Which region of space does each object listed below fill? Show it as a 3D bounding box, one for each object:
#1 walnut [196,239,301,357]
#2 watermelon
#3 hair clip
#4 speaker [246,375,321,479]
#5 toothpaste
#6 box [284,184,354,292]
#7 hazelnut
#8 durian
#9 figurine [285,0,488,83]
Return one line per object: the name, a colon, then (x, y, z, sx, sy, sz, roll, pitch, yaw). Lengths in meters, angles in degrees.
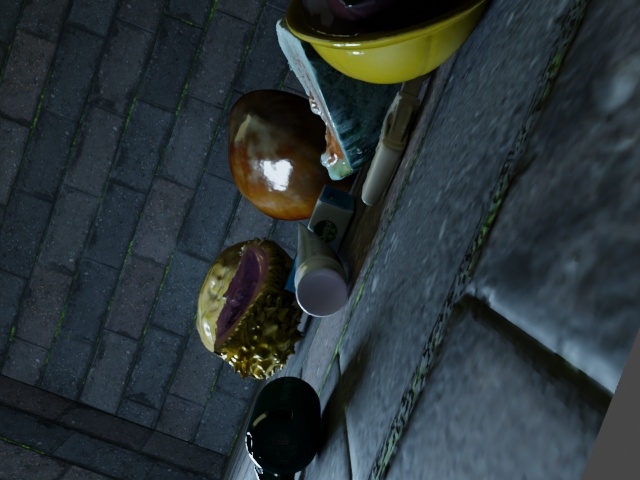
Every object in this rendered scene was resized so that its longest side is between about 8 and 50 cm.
walnut: (-0.190, 0.161, 1.262, 0.306, 0.307, 0.343, 121, 169, -76)
watermelon: (0.012, -0.235, 0.637, 0.290, 0.214, 0.319, -29, -39, -62)
hair clip: (0.097, -0.150, 0.542, 0.072, 0.034, 0.225, 127, 164, -78)
speaker: (-0.036, 0.172, 0.396, 0.075, 0.060, 0.094, -77, 8, -81)
toothpaste: (-0.002, 0.030, 0.678, 0.066, 0.100, 0.323, -42, 8, 6)
box: (0.000, 0.001, 0.911, 0.139, 0.073, 0.194, -75, 7, -71)
hazelnut: (-0.083, -0.222, 1.203, 0.366, 0.366, 0.365, -159, 90, -88)
durian: (-0.096, 0.131, 0.923, 0.112, 0.191, 0.341, -34, 27, 27)
figurine: (0.070, -0.244, 0.357, 0.192, 0.167, 0.256, -46, -11, -29)
